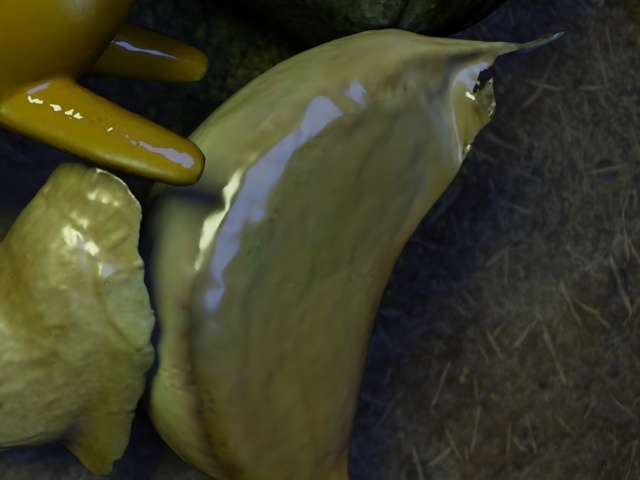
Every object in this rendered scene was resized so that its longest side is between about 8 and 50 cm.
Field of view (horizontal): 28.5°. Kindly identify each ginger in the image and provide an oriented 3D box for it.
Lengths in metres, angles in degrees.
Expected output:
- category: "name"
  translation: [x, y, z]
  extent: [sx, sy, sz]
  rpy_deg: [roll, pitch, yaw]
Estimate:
- category: "ginger"
  translation: [-0.166, 0.037, 0.684]
  extent: [0.122, 0.115, 0.193]
  rpy_deg: [-3, 127, -30]

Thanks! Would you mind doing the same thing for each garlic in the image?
- category: "garlic"
  translation: [-0.007, -0.016, 0.765]
  extent: [0.196, 0.151, 0.339]
  rpy_deg: [24, 90, -22]

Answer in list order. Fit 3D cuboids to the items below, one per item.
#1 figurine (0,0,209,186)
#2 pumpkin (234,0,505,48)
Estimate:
- category: "figurine"
  translation: [-0.159, -0.228, 0.579]
  extent: [0.268, 0.400, 0.387]
  rpy_deg: [-38, 139, -53]
- category: "pumpkin"
  translation: [0.022, -0.273, 0.802]
  extent: [0.320, 0.192, 0.321]
  rpy_deg: [0, 90, -33]
